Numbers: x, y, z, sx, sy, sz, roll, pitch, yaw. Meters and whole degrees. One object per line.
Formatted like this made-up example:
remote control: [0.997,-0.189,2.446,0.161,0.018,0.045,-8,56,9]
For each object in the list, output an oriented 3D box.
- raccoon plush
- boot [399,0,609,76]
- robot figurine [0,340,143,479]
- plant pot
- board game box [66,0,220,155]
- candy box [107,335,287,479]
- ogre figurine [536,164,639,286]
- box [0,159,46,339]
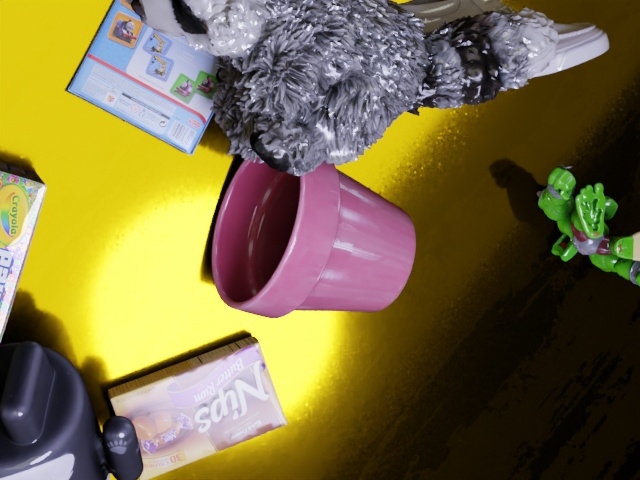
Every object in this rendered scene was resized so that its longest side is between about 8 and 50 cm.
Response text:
raccoon plush: [0.025,-0.276,1.468,0.446,0.216,0.299,-24,132,-18]
boot: [0.215,-0.255,1.645,0.258,0.095,0.123,-14,106,-10]
robot figurine: [-0.321,0.219,1.491,0.173,0.209,0.278,-41,149,-26]
plant pot: [0.000,0.000,1.585,0.180,0.201,0.201,16,92,-30]
board game box: [-0.171,-0.228,1.588,0.160,0.039,0.211,28,90,-14]
candy box: [-0.144,0.197,1.633,0.186,0.053,0.109,-19,100,-9]
ogre figurine: [0.332,-0.014,1.688,0.197,0.118,0.097,24,86,-16]
box: [-0.443,-0.021,1.417,0.279,0.290,0.177,17,91,-15]
